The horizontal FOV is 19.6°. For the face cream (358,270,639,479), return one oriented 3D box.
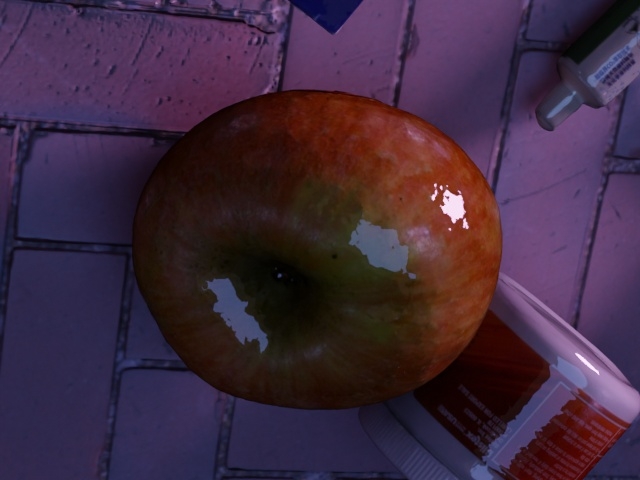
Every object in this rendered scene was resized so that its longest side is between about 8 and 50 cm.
[{"bbox_3d":[0.167,0.153,1.712,0.201,0.201,0.187,37,97,-24],"label":"face cream"}]

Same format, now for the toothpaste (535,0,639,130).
[{"bbox_3d":[0.340,-0.243,1.690,0.392,0.061,0.099,-44,115,0],"label":"toothpaste"}]

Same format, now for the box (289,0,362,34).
[{"bbox_3d":[-0.062,-0.293,1.424,0.200,0.299,0.106,34,104,-24],"label":"box"}]

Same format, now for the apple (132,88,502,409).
[{"bbox_3d":[0.000,0.000,1.600,0.309,0.250,0.277,26,118,-1],"label":"apple"}]
